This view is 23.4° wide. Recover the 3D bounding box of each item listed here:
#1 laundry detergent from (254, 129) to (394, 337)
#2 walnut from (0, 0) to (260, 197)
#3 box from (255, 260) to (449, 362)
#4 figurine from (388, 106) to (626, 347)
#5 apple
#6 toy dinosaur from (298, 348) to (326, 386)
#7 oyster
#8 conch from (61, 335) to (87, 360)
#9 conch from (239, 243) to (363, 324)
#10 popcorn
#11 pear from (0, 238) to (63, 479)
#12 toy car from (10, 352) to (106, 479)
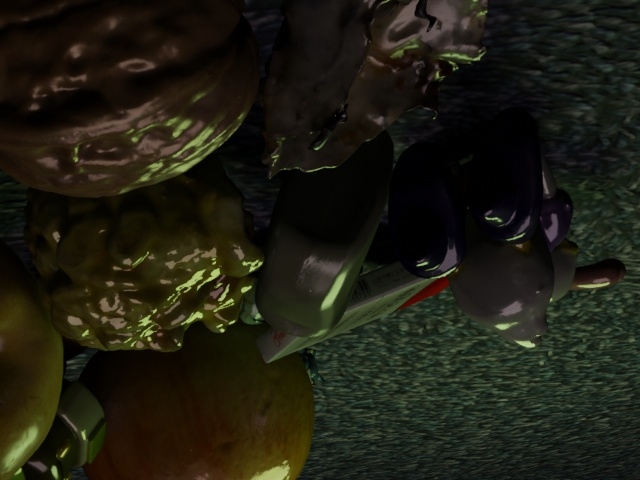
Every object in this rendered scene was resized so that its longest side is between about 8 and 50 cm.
[{"bbox_3d":[0.000,0.000,1.414,0.091,0.181,0.253,19,156,2],"label":"laundry detergent"},{"bbox_3d":[-0.148,-0.125,1.019,0.213,0.213,0.213,-7,159,-3],"label":"walnut"},{"bbox_3d":[0.059,0.059,1.656,0.245,0.035,0.139,-22,168,-30],"label":"box"},{"bbox_3d":[0.182,0.004,1.442,0.154,0.193,0.421,-21,173,16],"label":"figurine"},{"bbox_3d":[-0.144,0.208,1.772,0.286,0.233,0.286,-17,173,-2],"label":"apple"},{"bbox_3d":[-0.025,0.165,1.992,0.030,0.047,0.083,-23,153,31],"label":"toy dinosaur"},{"bbox_3d":[0.034,-0.164,0.997,0.133,0.198,0.337,36,152,10],"label":"oyster"},{"bbox_3d":[-0.265,0.081,1.636,0.080,0.086,0.232,-3,164,-44],"label":"conch"},{"bbox_3d":[-0.023,0.034,1.632,0.170,0.079,0.106,-15,170,-26],"label":"conch"},{"bbox_3d":[-0.145,0.003,1.345,0.216,0.181,0.235,-13,158,14],"label":"popcorn"},{"bbox_3d":[-0.383,0.108,1.376,0.314,0.314,0.314,-7,159,-3],"label":"pear"},{"bbox_3d":[-0.370,0.195,1.605,0.248,0.198,0.204,31,150,8],"label":"toy car"}]
